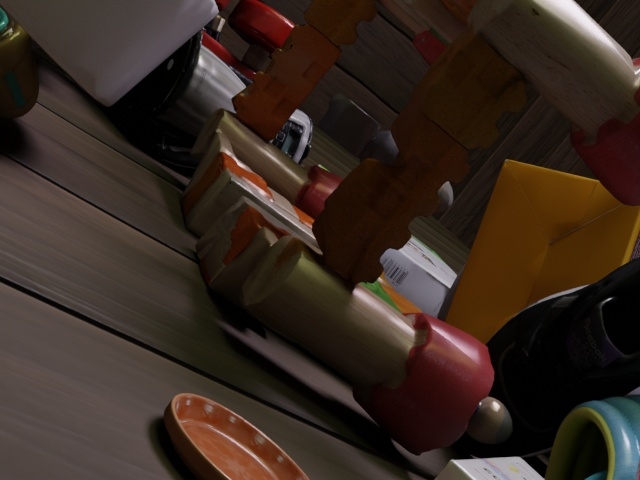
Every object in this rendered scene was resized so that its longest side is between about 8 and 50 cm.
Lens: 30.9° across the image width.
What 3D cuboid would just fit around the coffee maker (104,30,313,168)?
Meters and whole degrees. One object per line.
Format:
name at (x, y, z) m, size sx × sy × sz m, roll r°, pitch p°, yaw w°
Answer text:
coffee maker at (-0.118, -0.136, 1.152) m, size 0.178 × 0.120 × 0.171 m, roll 33°, pitch 8°, yaw -43°

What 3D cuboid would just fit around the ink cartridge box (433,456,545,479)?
ink cartridge box at (0.096, 0.162, 0.561) m, size 0.104 × 0.061 × 0.181 m, roll 41°, pitch 8°, yaw 23°

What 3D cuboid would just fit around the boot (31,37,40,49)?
boot at (-0.202, -0.246, 1.090) m, size 0.123 × 0.095 × 0.258 m, roll -1°, pitch 24°, yaw 27°

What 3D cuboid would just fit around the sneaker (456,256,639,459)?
sneaker at (0.187, 0.069, 0.809) m, size 0.124 × 0.283 × 0.107 m, roll 4°, pitch 55°, yaw -56°

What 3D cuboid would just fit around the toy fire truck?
toy fire truck at (-0.179, -0.235, 1.346) m, size 0.302 × 0.169 × 0.254 m, roll 33°, pitch -2°, yaw -40°

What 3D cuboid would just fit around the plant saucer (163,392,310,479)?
plant saucer at (-0.034, 0.098, 0.502) m, size 0.083 × 0.013 × 0.083 m, roll 38°, pitch 6°, yaw -5°

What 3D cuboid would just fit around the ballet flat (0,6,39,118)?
ballet flat at (-0.258, -0.153, 0.821) m, size 0.232 × 0.080 × 0.073 m, roll 49°, pitch -15°, yaw 46°

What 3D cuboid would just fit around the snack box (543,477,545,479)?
snack box at (0.271, 0.243, 0.900) m, size 0.174 × 0.070 × 0.207 m, roll 37°, pitch 8°, yaw 2°

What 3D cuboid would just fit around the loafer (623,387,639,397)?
loafer at (0.359, 0.222, 1.039) m, size 0.302 × 0.109 × 0.095 m, roll 53°, pitch 43°, yaw -16°

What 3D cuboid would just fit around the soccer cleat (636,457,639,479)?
soccer cleat at (0.257, 0.238, 0.576) m, size 0.331 × 0.116 × 0.143 m, roll 62°, pitch 2°, yaw 20°

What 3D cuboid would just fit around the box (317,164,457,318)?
box at (0.097, 0.021, 1.526) m, size 0.232 × 0.058 × 0.322 m, roll 36°, pitch 8°, yaw -18°

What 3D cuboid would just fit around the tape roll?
tape roll at (-0.193, -0.222, 0.729) m, size 0.286 × 0.100 × 0.286 m, roll 49°, pitch 0°, yaw 0°

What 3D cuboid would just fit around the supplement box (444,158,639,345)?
supplement box at (0.214, 0.062, 1.053) m, size 0.129 × 0.191 × 0.194 m, roll 16°, pitch -13°, yaw 25°

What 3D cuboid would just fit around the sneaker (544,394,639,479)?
sneaker at (0.235, 0.231, 0.698) m, size 0.208 × 0.127 × 0.319 m, roll 0°, pitch 52°, yaw -25°

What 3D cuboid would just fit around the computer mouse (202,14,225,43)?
computer mouse at (-0.103, -0.213, 1.567) m, size 0.262 × 0.060 × 0.184 m, roll -130°, pitch -153°, yaw -59°

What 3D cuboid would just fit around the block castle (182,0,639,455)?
block castle at (0.075, -0.058, 0.887) m, size 0.213 × 0.303 × 0.453 m, roll 37°, pitch 8°, yaw -21°

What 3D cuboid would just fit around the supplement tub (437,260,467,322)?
supplement tub at (0.305, 0.133, 1.226) m, size 0.338 × 0.207 × 0.207 m, roll 43°, pitch 8°, yaw 25°
